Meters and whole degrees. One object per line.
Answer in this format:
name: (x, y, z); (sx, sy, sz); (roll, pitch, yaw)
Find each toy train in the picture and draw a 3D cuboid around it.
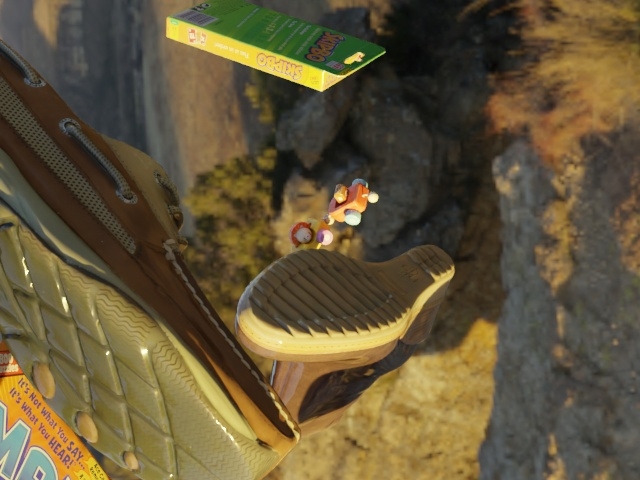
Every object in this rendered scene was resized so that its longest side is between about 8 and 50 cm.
toy train: (0.000, 0.000, 1.182); (0.125, 0.046, 0.166); (-22, 43, 46)

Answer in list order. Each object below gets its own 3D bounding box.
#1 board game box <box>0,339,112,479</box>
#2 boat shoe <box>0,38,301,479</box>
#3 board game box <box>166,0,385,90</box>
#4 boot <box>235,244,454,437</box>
board game box: (-0.591, 0.403, 1.479); (0.356, 0.356, 0.356); (-73, -31, -44)
boat shoe: (-0.127, -0.006, 0.540); (0.324, 0.120, 0.122); (45, 139, 6)
board game box: (-0.056, -0.253, 1.284); (0.124, 0.259, 0.039); (-39, -38, -48)
boot: (-0.008, 0.102, 0.778); (0.090, 0.248, 0.207); (47, 121, 23)
